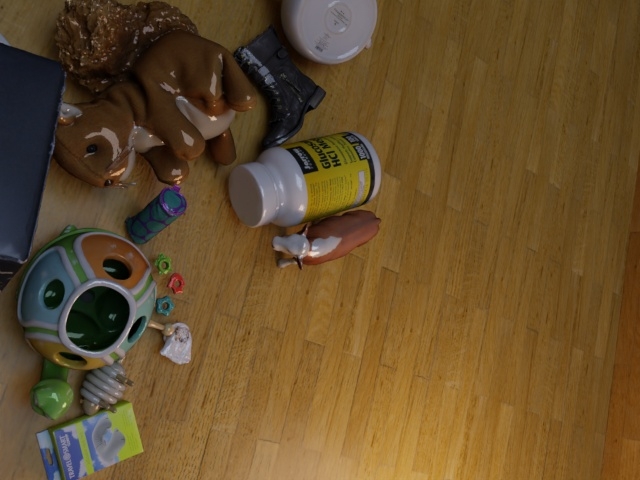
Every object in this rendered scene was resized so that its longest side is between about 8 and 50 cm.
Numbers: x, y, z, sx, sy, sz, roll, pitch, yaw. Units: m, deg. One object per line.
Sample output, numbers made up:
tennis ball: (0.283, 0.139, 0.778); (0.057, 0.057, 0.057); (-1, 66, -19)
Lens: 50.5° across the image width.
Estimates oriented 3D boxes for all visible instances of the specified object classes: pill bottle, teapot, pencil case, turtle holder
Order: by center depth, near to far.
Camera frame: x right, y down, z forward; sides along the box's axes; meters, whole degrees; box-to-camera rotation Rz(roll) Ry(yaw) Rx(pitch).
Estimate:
turtle holder: (-0.442, 0.134, 1.226); (0.320, 0.227, 0.243); (-40, 115, -13)
pencil case: (-0.335, -0.051, 1.382); (0.064, 0.152, 0.070); (35, 46, -27)
pill bottle: (-0.036, -0.138, 1.581); (0.334, 0.188, 0.188); (-19, 96, -36)
teapot: (0.007, -0.561, 1.666); (0.252, 0.187, 0.256); (-21, 125, -17)

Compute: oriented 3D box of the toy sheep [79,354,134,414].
toy sheep: (-0.419, 0.281, 1.329); (0.091, 0.091, 0.132); (43, 69, -25)

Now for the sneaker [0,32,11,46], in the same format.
sneaker: (-0.658, -0.360, 1.233); (0.217, 0.079, 0.121); (49, 64, -12)

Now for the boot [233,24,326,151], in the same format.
boot: (-0.125, -0.360, 1.614); (0.229, 0.091, 0.263); (44, 58, -18)

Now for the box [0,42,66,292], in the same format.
box: (-0.659, -0.094, 0.916); (0.480, 0.472, 0.297); (14, 66, -30)

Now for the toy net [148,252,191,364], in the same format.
toy net: (-0.328, 0.150, 1.437); (0.122, 0.045, 0.232); (-34, 106, -35)

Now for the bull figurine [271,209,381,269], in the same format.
bull figurine: (0.000, 0.000, 1.593); (0.310, 0.188, 0.101); (-16, 94, -36)

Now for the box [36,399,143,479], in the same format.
box: (-0.447, 0.394, 1.326); (0.178, 0.042, 0.109); (-16, 94, -36)

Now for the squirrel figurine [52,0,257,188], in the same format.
squirrel figurine: (-0.379, -0.288, 1.347); (0.370, 0.281, 0.397); (-27, 87, -24)
